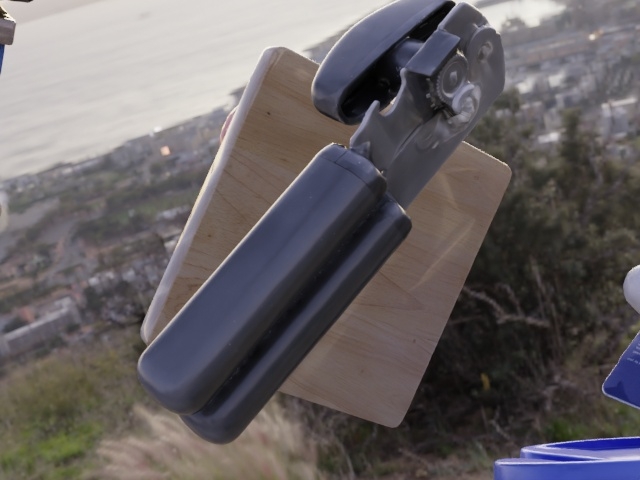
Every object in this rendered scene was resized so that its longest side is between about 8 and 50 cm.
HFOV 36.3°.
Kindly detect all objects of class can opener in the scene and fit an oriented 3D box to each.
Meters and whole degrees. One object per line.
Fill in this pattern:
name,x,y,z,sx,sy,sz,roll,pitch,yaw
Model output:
can opener,0.000,-0.024,0.546,0.095,0.076,0.283,31,75,41

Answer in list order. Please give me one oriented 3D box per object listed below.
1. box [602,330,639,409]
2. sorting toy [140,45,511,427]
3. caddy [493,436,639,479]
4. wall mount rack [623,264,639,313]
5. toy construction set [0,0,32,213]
box,0.367,0.080,0.870,0.225,0.036,0.136,-48,39,-18
sorting toy,0.000,0.000,0.844,0.257,0.255,0.089,23,2,-29
caddy,0.295,0.254,0.789,0.341,0.179,0.241,-9,-8,23
wall mount rack,0.297,0.016,0.421,0.304,0.130,0.350,23,67,12
toy construction set,-0.272,-0.152,0.624,0.257,0.309,0.237,-13,12,0
